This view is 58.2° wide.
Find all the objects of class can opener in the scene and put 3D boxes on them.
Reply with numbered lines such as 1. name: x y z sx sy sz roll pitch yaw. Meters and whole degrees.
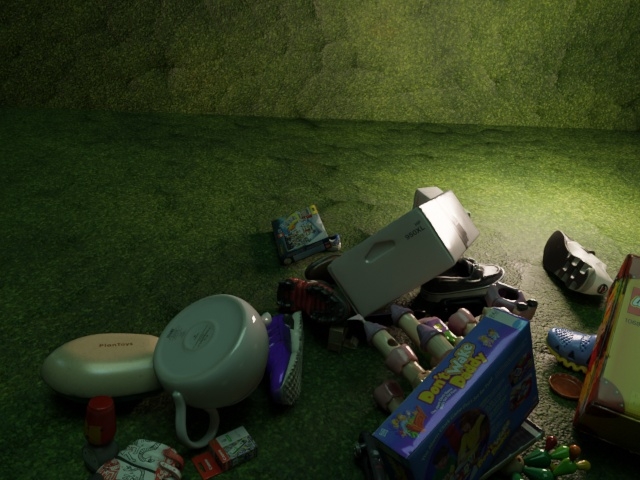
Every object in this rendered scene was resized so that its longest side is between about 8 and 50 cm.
1. can opener: 0.106 0.440 1.087 0.073 0.059 0.186 1 29 -8

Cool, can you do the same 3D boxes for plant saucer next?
1. plant saucer: 0.589 0.350 1.376 0.084 0.013 0.083 5 28 -3

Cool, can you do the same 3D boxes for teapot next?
1. teapot: -0.205 0.253 1.187 0.256 0.187 0.252 -31 38 -4

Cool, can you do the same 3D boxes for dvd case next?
1. dvd case: 0.307 0.398 1.155 0.221 0.018 0.164 -27 30 -18

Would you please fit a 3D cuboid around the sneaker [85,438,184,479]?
1. sneaker: -0.267 0.441 0.993 0.270 0.090 0.145 18 34 26

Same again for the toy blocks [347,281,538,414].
1. toy blocks: 0.250 0.206 1.273 0.289 0.308 0.260 -12 39 -29

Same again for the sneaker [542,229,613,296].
1. sneaker: 0.815 0.083 1.817 0.146 0.122 0.330 20 26 -10

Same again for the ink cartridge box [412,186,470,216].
1. ink cartridge box: 0.402 -0.071 1.960 0.093 0.154 0.212 -8 31 -23

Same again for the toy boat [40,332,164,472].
1. toy boat: -0.436 0.312 1.172 0.268 0.148 0.318 3 21 -15

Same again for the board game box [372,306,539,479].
1. board game box: 0.262 0.319 1.041 0.347 0.233 0.078 -38 37 -26

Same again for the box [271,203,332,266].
1. box: -0.066 -0.022 1.851 0.159 0.044 0.233 -22 32 1

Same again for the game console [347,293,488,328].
1. game console: 0.249 0.186 1.474 0.362 0.043 0.213 -7 -15 1

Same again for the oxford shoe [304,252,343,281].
1. oxford shoe: 0.066 0.091 1.692 0.227 0.082 0.096 -8 36 -20

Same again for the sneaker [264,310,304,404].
1. sneaker: -0.117 0.271 1.331 0.146 0.102 0.293 -1 25 3

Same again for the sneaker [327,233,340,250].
1. sneaker: 0.000 0.000 1.867 0.135 0.058 0.052 -4 30 -13

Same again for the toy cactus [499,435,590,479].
1. toy cactus: 0.404 0.443 1.105 0.181 0.112 0.219 15 38 37

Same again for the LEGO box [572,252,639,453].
1. LEGO box: 0.835 0.290 1.180 0.501 0.193 0.372 19 63 22

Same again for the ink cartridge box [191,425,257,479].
1. ink cartridge box: -0.187 0.412 1.119 0.115 0.029 0.063 -15 35 -33

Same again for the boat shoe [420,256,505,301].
1. boat shoe: 0.432 0.100 1.710 0.301 0.102 0.108 -8 31 -22

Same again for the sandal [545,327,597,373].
1. sandal: 0.727 0.270 1.420 0.318 0.138 0.126 14 32 20

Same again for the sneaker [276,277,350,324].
1. sneaker: 0.004 0.155 1.496 0.135 0.097 0.276 6 2 -36

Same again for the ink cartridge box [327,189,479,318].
1. ink cartridge box: 0.232 0.025 1.516 0.166 0.285 0.395 57 25 4

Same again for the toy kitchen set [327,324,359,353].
1. toy kitchen set: 0.063 0.231 1.439 0.068 0.075 0.083 12 34 11
